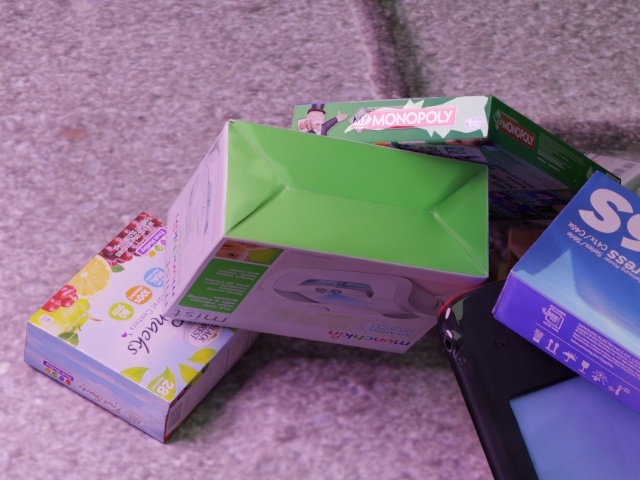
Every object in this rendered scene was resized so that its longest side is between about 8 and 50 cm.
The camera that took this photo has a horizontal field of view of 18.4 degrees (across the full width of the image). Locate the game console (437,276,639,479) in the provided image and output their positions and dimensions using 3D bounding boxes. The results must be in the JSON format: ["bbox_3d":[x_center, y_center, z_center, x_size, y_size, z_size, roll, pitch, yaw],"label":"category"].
[{"bbox_3d":[0.317,0.191,1.862,0.342,0.060,0.386,-16,81,-28],"label":"game console"}]

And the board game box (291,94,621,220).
[{"bbox_3d":[0.142,-0.076,1.971,0.213,0.317,0.046,0,77,31],"label":"board game box"}]

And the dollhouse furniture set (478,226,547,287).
[{"bbox_3d":[0.241,0.093,2.062,0.212,0.161,0.242,-4,23,-16],"label":"dollhouse furniture set"}]

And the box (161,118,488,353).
[{"bbox_3d":[0.000,0.000,1.909,0.262,0.231,0.127,10,65,-17],"label":"box"}]

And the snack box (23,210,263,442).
[{"bbox_3d":[-0.169,0.084,1.999,0.174,0.070,0.207,29,47,16],"label":"snack box"}]

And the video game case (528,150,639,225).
[{"bbox_3d":[0.248,-0.064,2.209,0.183,0.023,0.201,12,25,28],"label":"video game case"}]

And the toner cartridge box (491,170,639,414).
[{"bbox_3d":[0.345,0.094,1.781,0.348,0.075,0.165,33,54,14],"label":"toner cartridge box"}]
